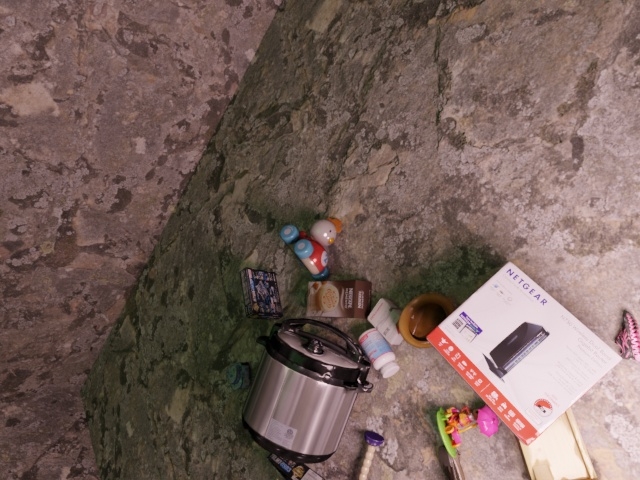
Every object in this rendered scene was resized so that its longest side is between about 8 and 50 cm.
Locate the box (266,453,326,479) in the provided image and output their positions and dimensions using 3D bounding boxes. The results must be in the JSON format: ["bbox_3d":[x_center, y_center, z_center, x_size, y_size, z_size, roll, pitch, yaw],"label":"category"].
[{"bbox_3d":[-0.016,0.845,1.527,0.073,0.296,0.293,-41,21,-24],"label":"box"}]

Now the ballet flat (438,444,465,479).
[{"bbox_3d":[0.407,0.723,1.339,0.084,0.058,0.250,129,133,-57],"label":"ballet flat"}]

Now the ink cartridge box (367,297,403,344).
[{"bbox_3d":[0.244,0.282,1.607,0.135,0.056,0.099,46,110,40],"label":"ink cartridge box"}]

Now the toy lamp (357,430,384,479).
[{"bbox_3d":[0.145,0.792,1.553,0.080,0.080,0.275,16,91,45],"label":"toy lamp"}]

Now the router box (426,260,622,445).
[{"bbox_3d":[0.492,0.273,1.158,0.301,0.082,0.335,-43,62,0],"label":"router box"}]

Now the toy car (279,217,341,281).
[{"bbox_3d":[0.000,0.000,1.856,0.238,0.219,0.210,-40,49,-6],"label":"toy car"}]

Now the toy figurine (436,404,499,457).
[{"bbox_3d":[0.433,0.525,1.332,0.159,0.173,0.130,-25,95,16],"label":"toy figurine"}]

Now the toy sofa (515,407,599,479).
[{"bbox_3d":[0.574,0.455,1.205,0.150,0.177,0.363,-17,65,14],"label":"toy sofa"}]

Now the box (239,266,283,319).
[{"bbox_3d":[-0.259,0.234,2.020,0.051,0.175,0.221,-32,59,34],"label":"box"}]

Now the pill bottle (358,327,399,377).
[{"bbox_3d":[0.204,0.390,1.596,0.087,0.087,0.160,-51,50,22],"label":"pill bottle"}]

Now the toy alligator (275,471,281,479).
[{"bbox_3d":[-0.171,0.875,1.857,0.051,0.056,0.190,109,159,-73],"label":"toy alligator"}]

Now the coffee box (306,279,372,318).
[{"bbox_3d":[0.068,0.225,1.761,0.246,0.098,0.141,-8,74,42],"label":"coffee box"}]

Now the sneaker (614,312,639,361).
[{"bbox_3d":[0.757,0.239,1.141,0.057,0.047,0.120,-21,63,51],"label":"sneaker"}]

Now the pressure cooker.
[{"bbox_3d":[-0.041,0.490,1.596,0.375,0.369,0.421,22,93,62],"label":"pressure cooker"}]

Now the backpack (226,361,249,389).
[{"bbox_3d":[-0.377,0.619,2.094,0.105,0.084,0.115,-27,65,39],"label":"backpack"}]

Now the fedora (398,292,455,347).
[{"bbox_3d":[0.337,0.249,1.487,0.195,0.194,0.079,-62,10,12],"label":"fedora"}]
